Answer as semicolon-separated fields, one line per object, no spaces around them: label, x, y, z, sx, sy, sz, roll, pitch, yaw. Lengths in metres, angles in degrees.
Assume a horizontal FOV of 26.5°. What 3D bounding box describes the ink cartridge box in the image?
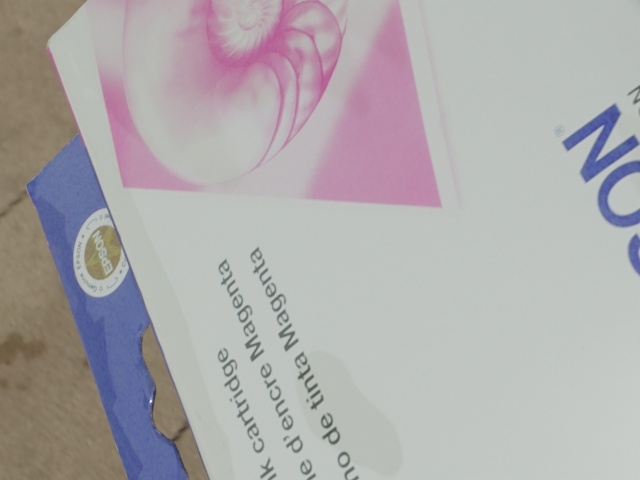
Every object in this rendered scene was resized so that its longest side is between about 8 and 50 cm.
ink cartridge box;0.000;0.000;0.532;0.330;0.071;0.324;-40;58;25
